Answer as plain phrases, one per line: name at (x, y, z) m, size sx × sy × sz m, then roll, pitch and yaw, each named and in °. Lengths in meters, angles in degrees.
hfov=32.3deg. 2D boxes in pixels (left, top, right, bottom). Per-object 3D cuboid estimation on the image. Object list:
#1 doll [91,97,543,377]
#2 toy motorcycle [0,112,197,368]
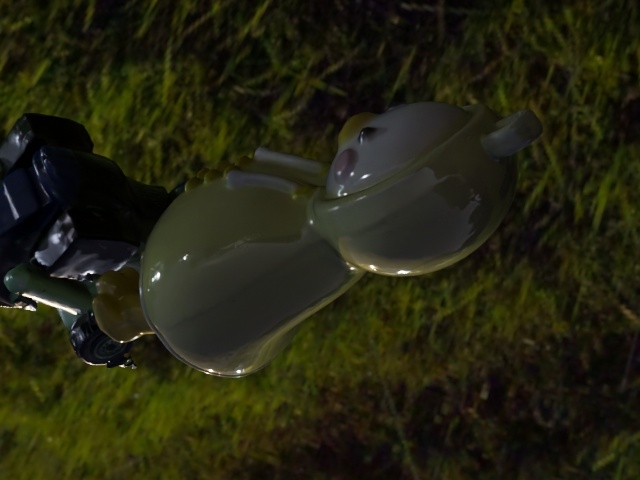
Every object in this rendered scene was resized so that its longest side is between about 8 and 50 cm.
doll at (-0.006, -0.011, 0.606) m, size 0.296 × 0.141 × 0.117 m, roll -33°, pitch 93°, yaw 39°
toy motorcycle at (-0.115, 0.002, 0.863) m, size 0.196 × 0.125 × 0.331 m, roll -46°, pitch 146°, yaw 20°
